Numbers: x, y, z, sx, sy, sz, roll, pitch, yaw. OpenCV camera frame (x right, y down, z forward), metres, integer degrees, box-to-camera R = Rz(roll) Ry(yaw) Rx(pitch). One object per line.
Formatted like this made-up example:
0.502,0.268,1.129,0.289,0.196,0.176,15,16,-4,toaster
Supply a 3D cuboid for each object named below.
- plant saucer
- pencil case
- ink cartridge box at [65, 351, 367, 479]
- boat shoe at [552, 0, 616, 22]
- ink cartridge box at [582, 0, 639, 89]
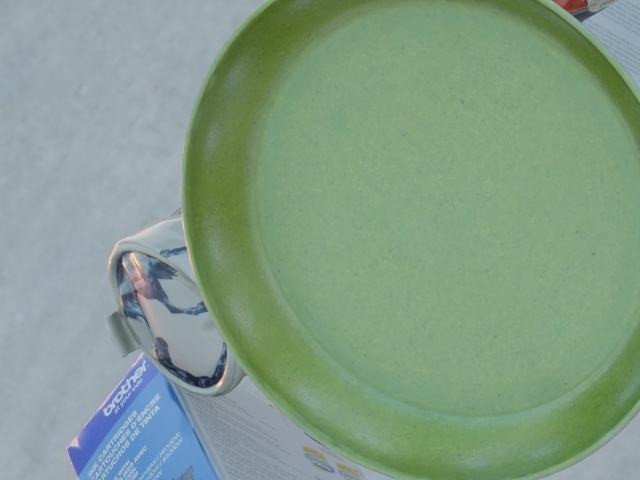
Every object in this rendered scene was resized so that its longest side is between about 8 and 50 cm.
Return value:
0.049,-0.008,0.689,0.241,0.241,0.037,-33,0,33,plant saucer
-0.013,-0.035,1.422,0.410,0.160,0.183,-42,10,-30,pencil case
-0.062,0.262,1.422,0.151,0.270,0.395,-49,35,11,ink cartridge box
0.193,-0.182,1.089,0.137,0.049,0.043,-23,-7,-28,boat shoe
0.242,-0.201,1.300,0.232,0.189,0.066,-61,17,10,ink cartridge box
